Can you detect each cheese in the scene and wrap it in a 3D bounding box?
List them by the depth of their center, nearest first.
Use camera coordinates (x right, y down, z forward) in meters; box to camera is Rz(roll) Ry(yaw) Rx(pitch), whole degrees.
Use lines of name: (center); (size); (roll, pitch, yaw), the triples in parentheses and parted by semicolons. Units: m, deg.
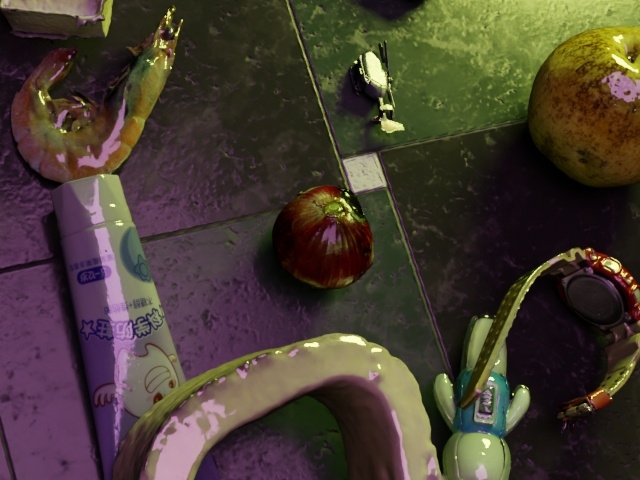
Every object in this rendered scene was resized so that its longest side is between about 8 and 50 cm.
cheese: (-0.036, 0.256, 1.467); (0.332, 0.153, 0.292); (-33, 93, -22)

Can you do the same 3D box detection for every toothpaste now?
toothpaste: (-0.201, 0.117, 1.533); (0.125, 0.080, 0.371); (-12, 84, -24)

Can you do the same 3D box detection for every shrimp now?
shrimp: (-0.245, -0.174, 1.621); (0.143, 0.052, 0.251); (30, 65, 2)

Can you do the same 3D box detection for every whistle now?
whistle: (0.175, 0.195, 1.612); (0.114, 0.077, 0.235); (7, 63, 0)

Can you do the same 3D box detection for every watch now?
watch: (0.264, 0.124, 1.618); (0.165, 0.102, 0.268); (41, 54, -10)

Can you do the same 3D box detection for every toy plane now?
toy plane: (0.067, -0.181, 1.728); (0.049, 0.031, 0.120); (-1, 69, -26)

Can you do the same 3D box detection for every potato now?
potato: (-0.290, -0.267, 1.617); (0.122, 0.061, 0.086); (6, 72, 4)

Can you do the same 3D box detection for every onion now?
onion: (0.000, 0.000, 1.608); (0.119, 0.118, 0.117); (-19, 46, -22)

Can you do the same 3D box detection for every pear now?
pear: (0.349, -0.162, 1.722); (0.197, 0.197, 0.197); (5, 71, -15)
